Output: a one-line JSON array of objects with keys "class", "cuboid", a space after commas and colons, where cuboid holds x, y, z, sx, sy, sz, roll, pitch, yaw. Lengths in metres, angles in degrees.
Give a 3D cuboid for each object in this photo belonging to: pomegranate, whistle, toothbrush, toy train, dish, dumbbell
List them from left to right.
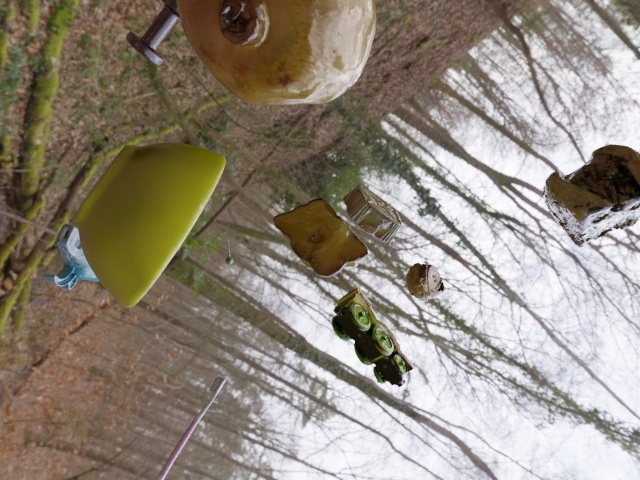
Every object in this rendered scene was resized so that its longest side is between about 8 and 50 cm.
[{"class": "whistle", "cuboid": [-0.583, 0.040, 1.014, 0.274, 0.092, 0.187, 116, -10, -63]}, {"class": "dish", "cuboid": [-0.238, -0.037, 0.528, 0.262, 0.108, 0.221, -11, -132, 56]}, {"class": "dumbbell", "cuboid": [-0.552, -0.732, 1.419, 0.225, 0.124, 0.140, -47, -130, 10]}, {"class": "toothbrush", "cuboid": [-0.320, 0.462, 1.009, 0.287, 0.025, 0.020, -59, 171, -37]}, {"class": "pomegranate", "cuboid": [-0.079, -0.464, 0.810, 0.417, 0.416, 0.417, -53, -163, 24]}, {"class": "toy train", "cuboid": [0.150, 0.282, 1.184, 0.100, 0.296, 0.161, -37, -172, 24]}]

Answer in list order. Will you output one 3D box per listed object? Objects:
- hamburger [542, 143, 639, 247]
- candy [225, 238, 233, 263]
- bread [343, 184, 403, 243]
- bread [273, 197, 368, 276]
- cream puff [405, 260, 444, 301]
[{"class": "hamburger", "cuboid": [0.595, -0.103, 0.902, 0.167, 0.288, 0.193, -37, -121, 18]}, {"class": "candy", "cuboid": [-0.306, 0.038, 1.369, 0.025, 0.023, 0.084, -10, -95, 34]}, {"class": "bread", "cuboid": [0.190, -0.098, 1.538, 0.110, 0.209, 0.192, -51, -158, 21]}, {"class": "bread", "cuboid": [0.000, 0.000, 1.023, 0.160, 0.088, 0.233, -29, -128, -16]}, {"class": "cream puff", "cuboid": [0.318, 0.130, 1.280, 0.104, 0.120, 0.133, -15, -169, 44]}]
